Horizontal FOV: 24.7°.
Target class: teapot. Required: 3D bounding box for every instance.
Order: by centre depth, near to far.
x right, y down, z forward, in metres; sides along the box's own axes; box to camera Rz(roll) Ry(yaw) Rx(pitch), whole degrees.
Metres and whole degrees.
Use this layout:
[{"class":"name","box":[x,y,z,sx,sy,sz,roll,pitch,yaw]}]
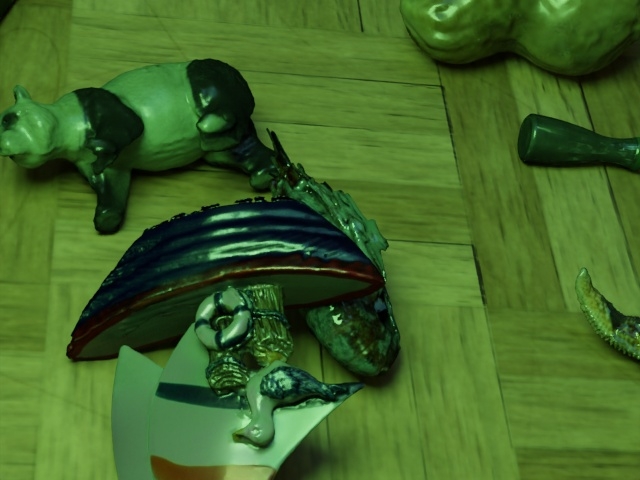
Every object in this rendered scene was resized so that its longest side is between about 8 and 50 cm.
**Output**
[{"class":"teapot","box":[0.229,-0.081,1.262,0.111,0.043,0.043,8,45,-9]}]

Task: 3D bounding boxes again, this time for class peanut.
[{"class":"peanut","box":[0.194,-0.217,1.332,0.253,0.122,0.137,1,54,-9]}]

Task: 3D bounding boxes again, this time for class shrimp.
[{"class":"shrimp","box":[0.000,0.000,1.088,0.079,0.090,0.233,27,34,-53]}]

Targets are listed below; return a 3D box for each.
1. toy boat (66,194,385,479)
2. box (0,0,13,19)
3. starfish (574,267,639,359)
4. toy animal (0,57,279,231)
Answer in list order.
[{"class":"toy boat","box":[-0.084,0.112,0.977,0.219,0.072,0.318,9,67,23]},{"class":"box","box":[-0.448,-0.278,1.233,0.373,0.138,0.420,18,46,3]},{"class":"starfish","box":[0.300,0.075,1.112,0.216,0.071,0.238,24,36,18]},{"class":"toy animal","box":[-0.144,-0.085,1.144,0.225,0.094,0.121,-16,51,-25]}]
